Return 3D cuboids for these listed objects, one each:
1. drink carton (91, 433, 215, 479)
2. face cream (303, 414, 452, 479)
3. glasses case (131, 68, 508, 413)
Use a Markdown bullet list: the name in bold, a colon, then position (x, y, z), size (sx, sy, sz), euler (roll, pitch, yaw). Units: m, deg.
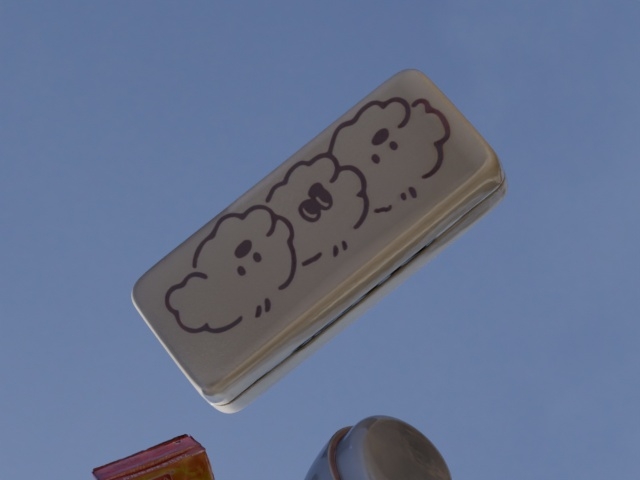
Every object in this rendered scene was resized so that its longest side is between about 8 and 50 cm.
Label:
- **drink carton**: position (-0.120, 0.292, 1.520), size (0.096, 0.071, 0.223), euler (-19, -78, -16)
- **face cream**: position (0.044, 0.211, 1.439), size (0.117, 0.117, 0.104), euler (-3, -39, -50)
- **glasses case**: position (0.000, 0.000, 1.556), size (0.336, 0.144, 0.076), euler (-39, -25, -2)
